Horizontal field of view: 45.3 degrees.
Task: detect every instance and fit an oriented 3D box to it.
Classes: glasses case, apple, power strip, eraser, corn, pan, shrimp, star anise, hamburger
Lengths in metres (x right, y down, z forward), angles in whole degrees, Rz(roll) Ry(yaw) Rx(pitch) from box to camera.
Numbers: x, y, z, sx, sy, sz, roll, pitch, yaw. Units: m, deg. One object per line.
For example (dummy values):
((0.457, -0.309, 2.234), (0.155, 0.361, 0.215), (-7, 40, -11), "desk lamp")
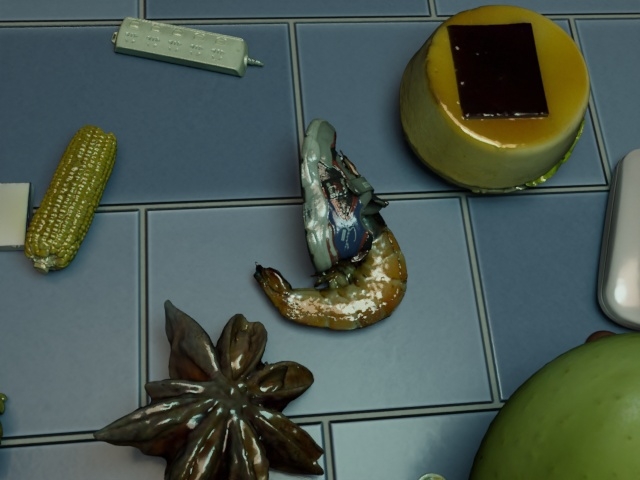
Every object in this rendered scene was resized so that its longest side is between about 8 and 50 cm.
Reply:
((0.498, -0.006, 1.179), (0.113, 0.075, 0.297), (17, 69, 0), "glasses case")
((0.376, 0.337, 0.852), (0.473, 0.474, 0.474), (2, 69, -5), "apple")
((-0.216, -0.313, 1.249), (0.252, 0.027, 0.060), (10, 69, -2), "power strip")
((-0.499, -0.033, 1.116), (0.150, 0.023, 0.104), (-2, 69, -6), "eraser")
((-0.361, -0.063, 1.113), (0.080, 0.080, 0.238), (15, 70, 0), "corn")
((0.445, 0.179, 1.131), (0.115, 0.023, 0.068), (41, 70, 10), "pan")
((0.000, 0.000, 1.139), (0.222, 0.054, 0.291), (-15, 71, -10), "shrimp")
((-0.137, 0.216, 0.985), (0.315, 0.108, 0.315), (12, 54, -16), "star anise")
((0.267, -0.210, 1.179), (0.300, 0.176, 0.300), (2, 71, -5), "hamburger")

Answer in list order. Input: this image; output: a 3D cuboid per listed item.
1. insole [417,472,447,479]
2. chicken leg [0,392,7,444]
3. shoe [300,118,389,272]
((0.158, 0.411, 1.024), (0.065, 0.006, 0.194), (0, 70, -6), "insole")
((-0.473, 0.211, 1.001), (0.103, 0.088, 0.228), (-19, 66, -2), "chicken leg")
((0.034, -0.069, 1.082), (0.125, 0.099, 0.228), (-3, 74, 3), "shoe")
